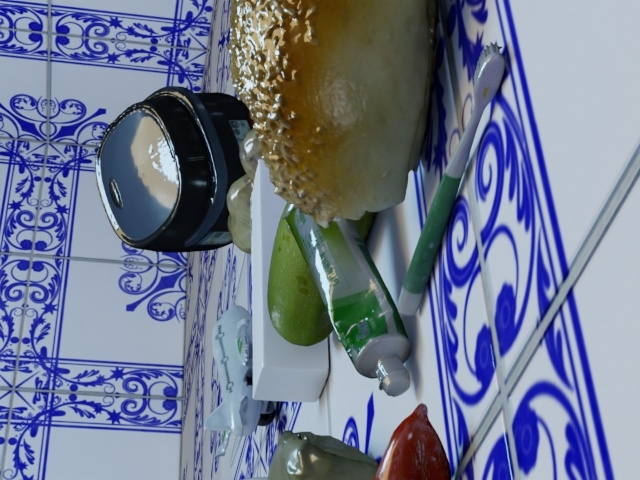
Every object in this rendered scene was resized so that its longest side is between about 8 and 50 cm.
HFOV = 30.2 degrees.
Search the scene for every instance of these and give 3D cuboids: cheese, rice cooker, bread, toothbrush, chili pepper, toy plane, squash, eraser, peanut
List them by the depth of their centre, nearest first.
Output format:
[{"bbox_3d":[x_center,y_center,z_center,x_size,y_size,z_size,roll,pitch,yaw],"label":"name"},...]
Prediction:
[{"bbox_3d":[0.060,0.204,0.810,0.050,0.059,0.191,-99,12,-84],"label":"chili pepper"},{"bbox_3d":[0.091,-0.034,0.858,0.024,0.018,0.257,-92,11,-47],"label":"toothbrush"},{"bbox_3d":[0.012,-0.183,0.949,0.192,0.171,0.314,109,162,-68],"label":"bread"},{"bbox_3d":[0.001,0.268,1.030,0.175,0.091,0.202,144,128,-77],"label":"cheese"},{"bbox_3d":[0.000,0.000,1.164,0.341,0.095,0.094,107,164,-49],"label":"squash"},{"bbox_3d":[-0.039,0.042,1.397,0.076,0.078,0.298,107,164,-51],"label":"eraser"},{"bbox_3d":[-0.069,-0.068,1.558,0.227,0.104,0.085,108,151,-45],"label":"peanut"},{"bbox_3d":[-0.107,0.185,1.668,0.255,0.101,0.251,-91,10,-50],"label":"toy plane"},{"bbox_3d":[-0.201,-0.107,1.857,0.267,0.224,0.267,4,96,46],"label":"rice cooker"}]

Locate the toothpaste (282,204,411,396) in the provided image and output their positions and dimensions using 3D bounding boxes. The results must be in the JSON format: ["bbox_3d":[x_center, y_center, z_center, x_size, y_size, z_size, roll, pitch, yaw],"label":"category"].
[{"bbox_3d":[0.023,0.031,1.007,0.078,0.047,0.248,-56,40,30],"label":"toothpaste"}]

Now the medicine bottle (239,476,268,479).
[{"bbox_3d":[-0.046,0.344,1.205,0.107,0.107,0.191,117,155,-66],"label":"medicine bottle"}]

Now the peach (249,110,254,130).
[{"bbox_3d":[-0.052,-0.242,1.601,0.279,0.068,0.189,91,-176,-49],"label":"peach"}]
